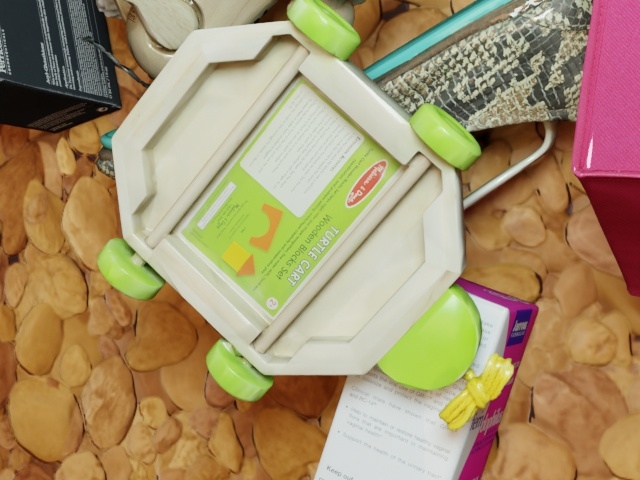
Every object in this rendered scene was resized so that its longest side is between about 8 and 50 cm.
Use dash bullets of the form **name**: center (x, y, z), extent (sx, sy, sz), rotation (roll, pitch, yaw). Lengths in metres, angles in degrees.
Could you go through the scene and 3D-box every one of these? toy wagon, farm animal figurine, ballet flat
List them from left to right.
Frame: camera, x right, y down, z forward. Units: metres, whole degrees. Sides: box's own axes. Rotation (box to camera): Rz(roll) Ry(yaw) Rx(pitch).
- **farm animal figurine**: center (-0.046, -0.243, 0.854), extent (0.326, 0.172, 0.330), rotation (-38, 36, 11)
- **toy wagon**: center (0.000, 0.000, 0.755), extent (0.344, 0.068, 0.267), rotation (43, 108, 4)
- **ballet flat**: center (0.030, -0.076, 0.856), extent (0.482, 0.164, 0.182), rotation (-17, 105, 23)

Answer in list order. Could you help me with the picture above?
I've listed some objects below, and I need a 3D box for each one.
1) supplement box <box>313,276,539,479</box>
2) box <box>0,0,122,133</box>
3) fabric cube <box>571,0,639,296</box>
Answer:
- **supplement box**: center (0.084, 0.138, 0.831), extent (0.114, 0.111, 0.220), rotation (19, 97, 25)
- **box**: center (-0.313, -0.254, 0.996), extent (0.103, 0.184, 0.261), rotation (-15, 81, 24)
- **fabric cube**: center (0.317, -0.103, 0.617), extent (0.259, 0.258, 0.254), rotation (6, 74, 26)
